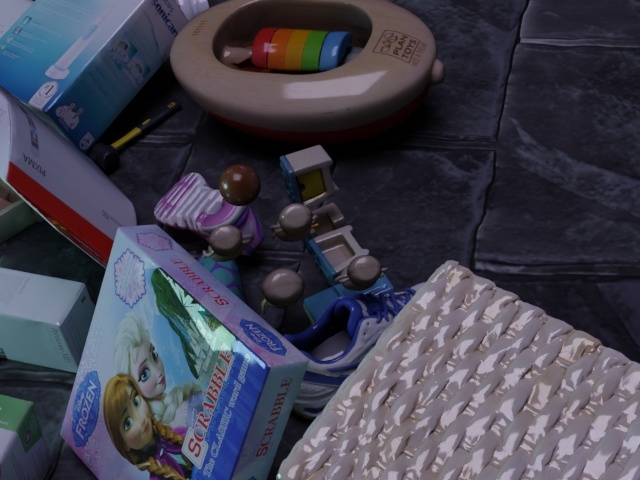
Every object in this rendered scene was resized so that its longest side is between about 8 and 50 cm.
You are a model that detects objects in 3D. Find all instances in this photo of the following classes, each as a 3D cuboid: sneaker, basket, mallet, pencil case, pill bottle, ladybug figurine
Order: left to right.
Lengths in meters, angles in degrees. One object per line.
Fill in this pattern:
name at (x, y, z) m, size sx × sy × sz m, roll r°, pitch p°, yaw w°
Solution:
mallet at (-0.312, -0.181, 2.158) m, size 0.062 × 0.039 × 0.190 m, roll 22°, pitch 50°, yaw 32°
pill bottle at (-0.270, -0.399, 2.316) m, size 0.152 × 0.086 × 0.086 m, roll -14°, pitch 45°, yaw 0°
sneaker at (-0.160, -0.030, 1.940) m, size 0.095 × 0.104 × 0.236 m, roll -52°, pitch 32°, yaw -12°
pencil case at (-0.138, 0.084, 1.838) m, size 0.070 × 0.064 × 0.151 m, roll -33°, pitch 42°, yaw 16°
ladybug figurine at (-0.019, -0.264, 2.074) m, size 0.449 × 0.162 × 0.305 m, roll 10°, pitch 50°, yaw 23°
sneaker at (0.077, 0.118, 1.710) m, size 0.296 × 0.131 × 0.112 m, roll -32°, pitch 46°, yaw -18°
basket at (0.165, 0.258, 1.337) m, size 0.328 × 0.266 × 0.331 m, roll 29°, pitch 64°, yaw 25°

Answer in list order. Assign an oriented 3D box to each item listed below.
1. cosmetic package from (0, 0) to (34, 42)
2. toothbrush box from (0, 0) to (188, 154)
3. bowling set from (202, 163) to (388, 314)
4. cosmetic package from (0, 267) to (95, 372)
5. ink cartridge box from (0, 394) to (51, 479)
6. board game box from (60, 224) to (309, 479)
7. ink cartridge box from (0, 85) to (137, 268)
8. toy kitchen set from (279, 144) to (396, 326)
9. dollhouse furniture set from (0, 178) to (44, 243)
cosmetic package at (-0.562, -0.318, 2.262) m, size 0.151 × 0.151 × 0.183 m, roll 27°, pitch 59°, yaw 33°
toothbrush box at (-0.394, -0.313, 2.157) m, size 0.216 × 0.126 × 0.295 m, roll 24°, pitch 70°, yaw 36°
bowling set at (-0.067, 0.003, 1.708) m, size 0.287 × 0.154 × 0.200 m, roll -11°, pitch 83°, yaw -4°
cosmetic package at (-0.436, 0.106, 1.844) m, size 0.231 × 0.117 × 0.085 m, roll 10°, pitch 50°, yaw 18°
ink cartridge box at (-0.426, 0.315, 1.616) m, size 0.093 × 0.154 × 0.212 m, roll 12°, pitch 50°, yaw 9°
board game box at (-0.178, 0.194, 1.584) m, size 0.066 × 0.318 × 0.318 m, roll -4°, pitch 31°, yaw -44°
ink cartridge box at (-0.353, -0.071, 1.863) m, size 0.091 × 0.308 × 0.385 m, roll -48°, pitch 51°, yaw -3°
toy kitchen set at (0.000, 0.000, 1.814) m, size 0.122 × 0.166 × 0.207 m, roll -25°, pitch 46°, yaw -10°
dollhouse furniture set at (-0.609, -0.142, 1.935) m, size 0.256 × 0.394 × 0.362 m, roll -35°, pitch 49°, yaw -20°
